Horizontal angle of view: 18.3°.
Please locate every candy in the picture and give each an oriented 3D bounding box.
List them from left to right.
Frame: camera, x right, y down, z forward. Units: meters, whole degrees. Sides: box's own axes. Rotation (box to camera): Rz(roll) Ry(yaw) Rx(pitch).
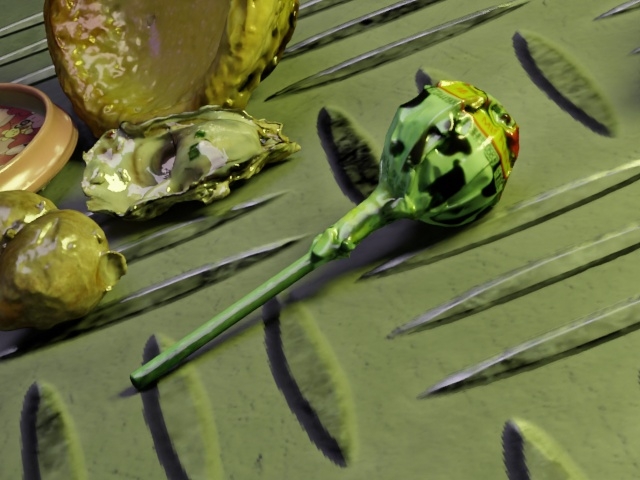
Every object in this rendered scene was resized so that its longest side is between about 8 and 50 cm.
[{"bbox_3d":[0.000,0.000,1.291,0.305,0.091,0.083,-34,31,-12],"label":"candy"}]

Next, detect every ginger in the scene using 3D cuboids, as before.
[{"bbox_3d":[-0.225,0.006,1.419,0.104,0.080,0.204,-38,33,-21],"label":"ginger"}]

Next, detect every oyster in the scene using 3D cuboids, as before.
[{"bbox_3d":[-0.100,-0.054,1.477,0.165,0.053,0.108,-14,31,11],"label":"oyster"}]

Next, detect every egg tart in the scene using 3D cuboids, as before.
[{"bbox_3d":[-0.108,-0.203,1.605,0.123,0.294,0.294,5,5,-43],"label":"egg tart"}]

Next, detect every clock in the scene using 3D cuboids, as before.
[{"bbox_3d":[-0.312,-0.051,1.612,0.244,0.056,0.244,-14,29,8],"label":"clock"}]
